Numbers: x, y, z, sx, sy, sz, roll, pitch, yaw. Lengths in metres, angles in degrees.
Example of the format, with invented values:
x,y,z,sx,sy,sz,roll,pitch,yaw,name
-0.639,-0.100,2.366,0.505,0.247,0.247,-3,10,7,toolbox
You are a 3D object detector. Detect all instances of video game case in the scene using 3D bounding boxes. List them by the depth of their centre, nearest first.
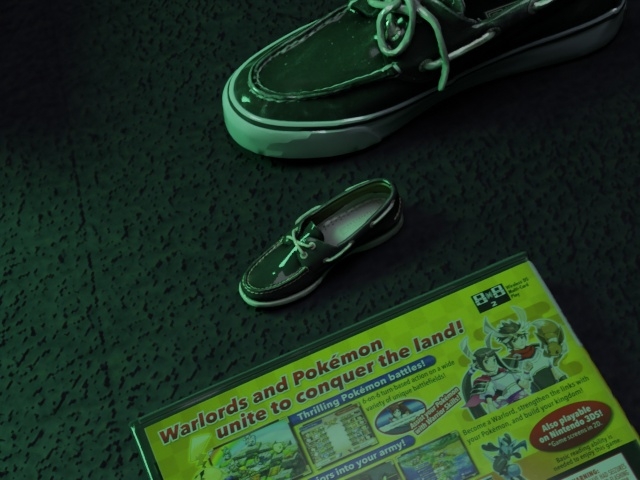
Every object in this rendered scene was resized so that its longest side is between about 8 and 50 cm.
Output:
x,y,z,sx,sy,sz,roll,pitch,yaw,name
0.055,0.158,0.797,0.275,0.035,0.248,-23,57,-6,video game case

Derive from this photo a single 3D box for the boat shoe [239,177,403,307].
x,y,z,sx,sy,sz,roll,pitch,yaw,name
0.000,0.000,0.904,0.125,0.038,0.046,-27,58,-10,boat shoe

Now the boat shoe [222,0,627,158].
x,y,z,sx,sy,sz,roll,pitch,yaw,name
0.073,-0.151,0.952,0.306,0.105,0.113,-16,56,-2,boat shoe
